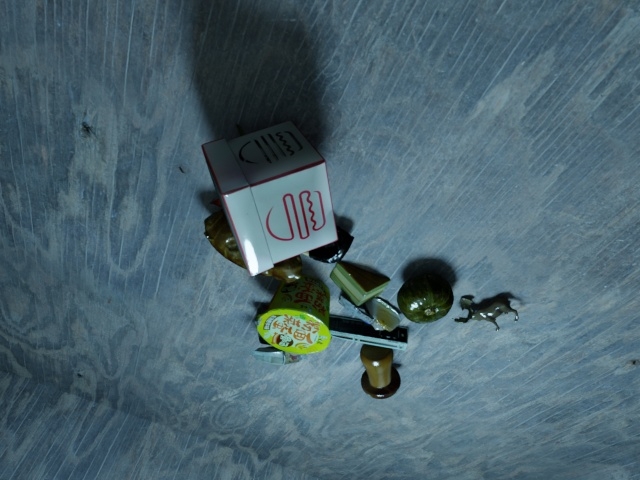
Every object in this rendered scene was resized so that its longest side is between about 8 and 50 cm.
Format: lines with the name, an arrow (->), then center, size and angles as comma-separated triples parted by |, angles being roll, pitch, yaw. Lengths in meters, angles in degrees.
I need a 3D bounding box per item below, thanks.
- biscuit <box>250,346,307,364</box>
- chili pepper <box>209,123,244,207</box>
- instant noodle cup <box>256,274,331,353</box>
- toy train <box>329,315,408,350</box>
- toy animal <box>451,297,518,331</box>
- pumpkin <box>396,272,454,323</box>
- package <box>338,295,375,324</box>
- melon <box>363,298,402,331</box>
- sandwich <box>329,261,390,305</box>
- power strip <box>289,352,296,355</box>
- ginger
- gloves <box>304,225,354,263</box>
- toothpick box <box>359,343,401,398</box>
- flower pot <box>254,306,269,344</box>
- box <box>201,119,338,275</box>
biscuit -> -0.196, 0.547, 2.147 | 0.186, 0.079, 0.309 | 4, 170, 19
chili pepper -> -0.289, -0.213, 1.547 | 0.137, 0.092, 0.368 | 32, 130, 0
instant noodle cup -> -0.093, 0.298, 1.882 | 0.312, 0.221, 0.311 | 6, 132, 7
toy train -> 0.185, 0.412, 2.020 | 0.408, 0.086, 0.088 | 9, 139, 5
toy animal -> 0.652, 0.286, 1.795 | 0.186, 0.093, 0.214 | 33, 124, -23
pumpkin -> 0.404, 0.223, 1.740 | 0.224, 0.157, 0.223 | -4, 130, -5
package -> 0.147, 0.293, 1.874 | 0.171, 0.027, 0.173 | 33, 167, 8
melon -> 0.236, 0.325, 1.923 | 0.203, 0.093, 0.139 | 36, 142, -11
sandwich -> 0.158, 0.156, 1.834 | 0.187, 0.144, 0.117 | 46, 136, 19
power strip -> -0.102, 0.451, 2.076 | 0.078, 0.154, 0.154 | -23, 124, 27
ginger -> -0.240, 0.028, 1.692 | 0.419, 0.176, 0.254 | 27, 179, 6
gloves -> 0.000, 0.000, 1.658 | 0.204, 0.124, 0.164 | 32, 112, 12
toothpick box -> 0.276, 0.605, 2.114 | 0.192, 0.192, 0.294 | -1, 126, 14
flower pot -> -0.231, 0.406, 2.097 | 0.108, 0.103, 0.229 | 6, 134, 9
box -> -0.151, -0.140, 1.365 | 0.300, 0.314, 0.312 | -21, 132, -10
